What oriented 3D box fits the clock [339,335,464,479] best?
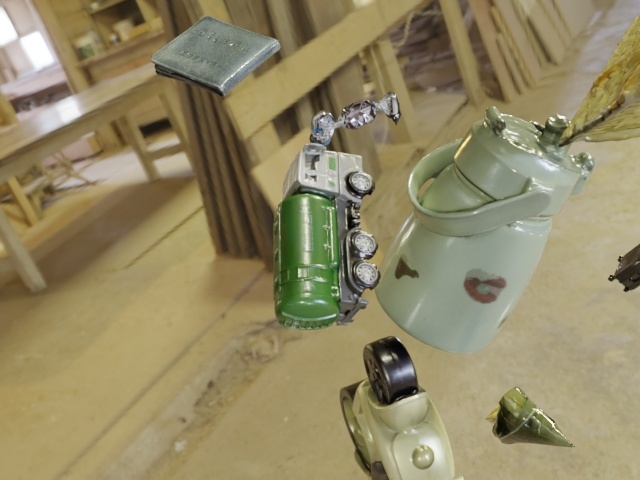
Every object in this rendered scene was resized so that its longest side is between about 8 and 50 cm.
[{"bbox_3d":[0.125,0.328,1.253,0.120,0.277,0.379,-19,-19,-12],"label":"clock"}]

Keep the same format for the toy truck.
[{"bbox_3d":[0.000,0.000,0.968,0.124,0.101,0.243,9,58,-16],"label":"toy truck"}]

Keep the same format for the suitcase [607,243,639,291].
[{"bbox_3d":[0.693,0.051,1.645,0.086,0.059,0.126,-52,-5,-30],"label":"suitcase"}]

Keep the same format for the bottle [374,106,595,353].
[{"bbox_3d":[0.225,-0.029,1.078,0.229,0.352,0.229,17,32,-11],"label":"bottle"}]

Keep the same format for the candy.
[{"bbox_3d":[0.076,-0.266,1.671,0.226,0.094,0.051,-25,9,-14],"label":"candy"}]

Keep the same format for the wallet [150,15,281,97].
[{"bbox_3d":[-0.203,-0.352,1.436,0.222,0.036,0.167,27,61,36],"label":"wallet"}]

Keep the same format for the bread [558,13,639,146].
[{"bbox_3d":[0.505,-0.172,0.740,0.346,0.404,0.242,72,-137,-77],"label":"bread"}]

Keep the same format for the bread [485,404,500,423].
[{"bbox_3d":[0.444,0.424,1.769,0.109,0.084,0.080,-53,27,30],"label":"bread"}]

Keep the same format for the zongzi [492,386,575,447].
[{"bbox_3d":[0.294,0.269,1.046,0.052,0.104,0.113,-38,57,-24],"label":"zongzi"}]
